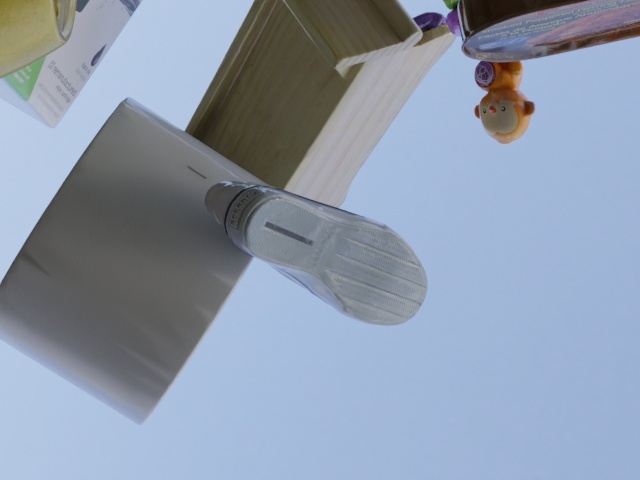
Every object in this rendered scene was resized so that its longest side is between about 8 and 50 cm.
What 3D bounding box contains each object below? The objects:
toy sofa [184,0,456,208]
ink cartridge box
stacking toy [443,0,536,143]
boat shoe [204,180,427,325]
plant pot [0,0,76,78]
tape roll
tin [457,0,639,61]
[{"bbox_3d":[-0.023,-0.157,1.757,0.150,0.177,0.362,55,-39,18],"label":"toy sofa"},{"bbox_3d":[-0.265,-0.278,1.654,0.115,0.198,0.273,31,-98,14],"label":"ink cartridge box"},{"bbox_3d":[0.173,-0.244,1.575,0.175,0.166,0.302,-1,-92,37],"label":"stacking toy"},{"bbox_3d":[0.000,0.000,1.351,0.076,0.226,0.083,35,-89,47],"label":"boat shoe"},{"bbox_3d":[-0.168,-0.127,0.777,0.095,0.134,0.134,2,-120,2],"label":"plant pot"},{"bbox_3d":[-0.164,0.018,1.443,0.246,0.169,0.246,-56,-175,8],"label":"tape roll"},{"bbox_3d":[0.179,-0.153,1.025,0.189,0.106,0.040,-11,-96,8],"label":"tin"}]
